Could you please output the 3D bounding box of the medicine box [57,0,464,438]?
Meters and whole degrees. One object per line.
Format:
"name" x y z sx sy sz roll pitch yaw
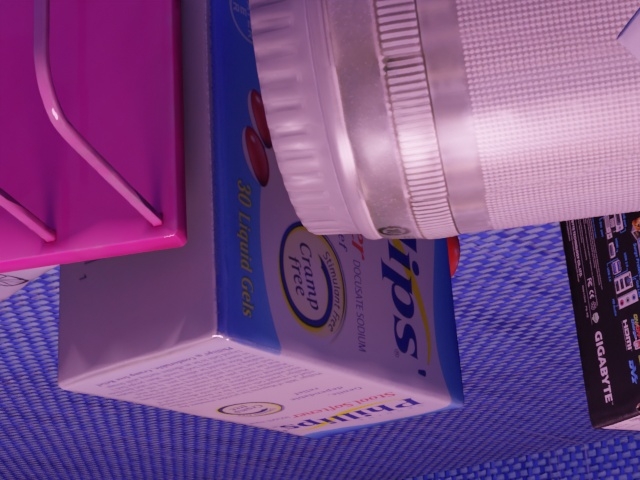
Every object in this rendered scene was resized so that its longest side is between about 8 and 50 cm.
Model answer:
"medicine box" -0.037 -0.012 0.873 0.149 0.264 0.289 -17 156 33

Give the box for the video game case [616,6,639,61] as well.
"video game case" 0.251 -0.181 0.439 0.269 0.061 0.244 -34 163 -43

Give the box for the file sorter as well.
"file sorter" -0.245 -0.100 0.685 0.290 0.202 0.182 -8 158 11

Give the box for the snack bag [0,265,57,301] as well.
"snack bag" -0.436 0.013 1.149 0.323 0.037 0.342 9 163 -29

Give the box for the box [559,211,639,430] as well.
"box" 0.273 -0.046 0.799 0.073 0.296 0.293 7 156 -27

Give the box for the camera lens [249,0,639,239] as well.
"camera lens" 0.116 -0.118 0.678 0.274 0.220 0.219 -8 160 10

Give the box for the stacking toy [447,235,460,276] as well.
"stacking toy" 0.000 0.000 1.141 0.330 0.141 0.141 5 159 -40
